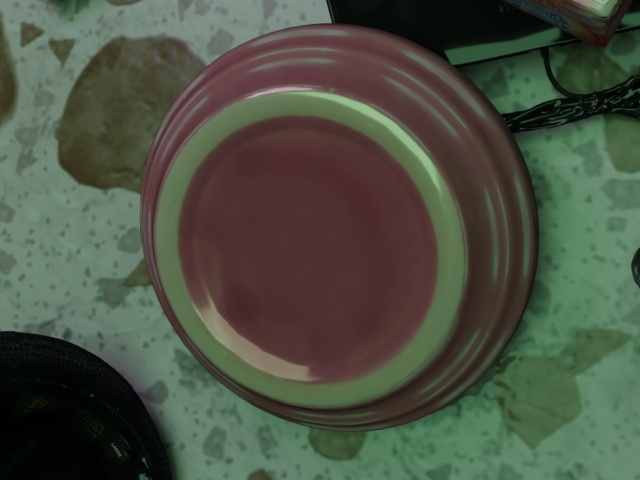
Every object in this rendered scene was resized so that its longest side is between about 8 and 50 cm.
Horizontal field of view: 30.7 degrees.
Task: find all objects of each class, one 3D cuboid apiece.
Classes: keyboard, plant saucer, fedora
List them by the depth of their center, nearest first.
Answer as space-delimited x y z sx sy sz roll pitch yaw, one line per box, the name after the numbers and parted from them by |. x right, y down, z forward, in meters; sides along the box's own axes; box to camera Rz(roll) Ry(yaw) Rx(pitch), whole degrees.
0.168 -0.171 0.898 0.317 0.033 0.201 -10 108 14 | keyboard
0.000 0.000 0.912 0.332 0.084 0.332 5 105 18 | plant saucer
-0.288 0.232 0.954 0.152 0.334 0.334 -15 81 47 | fedora

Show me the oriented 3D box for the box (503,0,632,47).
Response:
0.198 -0.297 0.766 0.142 0.154 0.300 29 98 11 | box

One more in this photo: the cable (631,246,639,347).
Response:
0.342 -0.016 0.869 0.139 0.072 0.287 34 85 26 | cable
